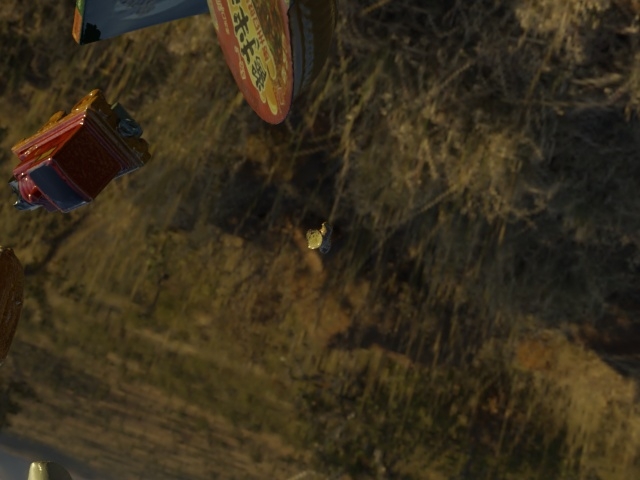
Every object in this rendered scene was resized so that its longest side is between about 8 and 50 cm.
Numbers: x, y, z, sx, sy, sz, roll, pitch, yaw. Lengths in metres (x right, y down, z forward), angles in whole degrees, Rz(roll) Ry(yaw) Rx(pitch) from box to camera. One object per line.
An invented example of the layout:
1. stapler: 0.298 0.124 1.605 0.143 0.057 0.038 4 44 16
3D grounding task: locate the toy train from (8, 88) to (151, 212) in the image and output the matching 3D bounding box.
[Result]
1. toy train: -0.481 -0.157 1.846 0.369 0.231 0.163 -16 120 44

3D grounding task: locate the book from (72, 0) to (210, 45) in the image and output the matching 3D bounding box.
1. book: -0.239 -0.423 1.434 0.260 0.043 0.371 -21 172 -23

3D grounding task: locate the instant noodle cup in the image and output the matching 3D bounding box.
1. instant noodle cup: -0.047 -0.268 1.018 0.091 0.273 0.274 -19 171 -18

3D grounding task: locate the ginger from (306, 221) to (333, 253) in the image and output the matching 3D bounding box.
1. ginger: 0.000 0.000 1.724 0.048 0.030 0.097 -13 151 -10

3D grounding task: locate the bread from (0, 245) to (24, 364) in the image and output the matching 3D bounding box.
1. bread: -0.458 0.095 1.247 0.114 0.190 0.132 7 150 -5

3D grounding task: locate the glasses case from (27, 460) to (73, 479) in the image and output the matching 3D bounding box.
1. glasses case: -0.468 0.531 1.584 0.083 0.308 0.128 15 130 -22
